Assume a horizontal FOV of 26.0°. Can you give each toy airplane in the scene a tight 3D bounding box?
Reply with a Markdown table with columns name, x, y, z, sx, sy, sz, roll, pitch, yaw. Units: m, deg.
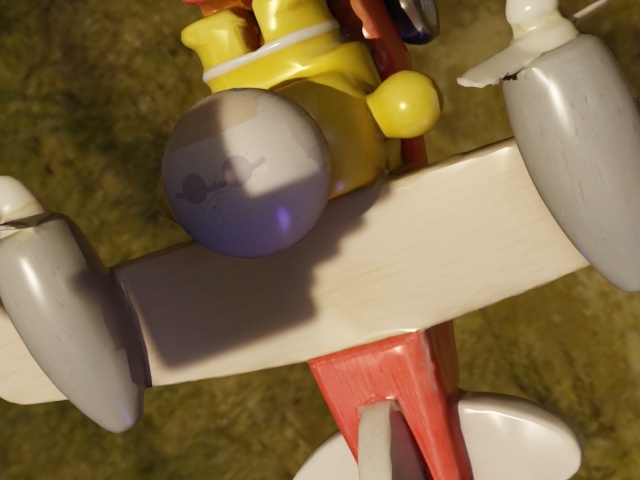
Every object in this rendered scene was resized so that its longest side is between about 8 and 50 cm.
| name | x | y | z | sx | sy | sz | roll | pitch | yaw |
| --- | --- | --- | --- | --- | --- | --- | --- | --- | --- |
| toy airplane | 0.000 | 0.000 | 0.776 | 0.384 | 0.386 | 0.272 | 32 | -173 | 22 |
